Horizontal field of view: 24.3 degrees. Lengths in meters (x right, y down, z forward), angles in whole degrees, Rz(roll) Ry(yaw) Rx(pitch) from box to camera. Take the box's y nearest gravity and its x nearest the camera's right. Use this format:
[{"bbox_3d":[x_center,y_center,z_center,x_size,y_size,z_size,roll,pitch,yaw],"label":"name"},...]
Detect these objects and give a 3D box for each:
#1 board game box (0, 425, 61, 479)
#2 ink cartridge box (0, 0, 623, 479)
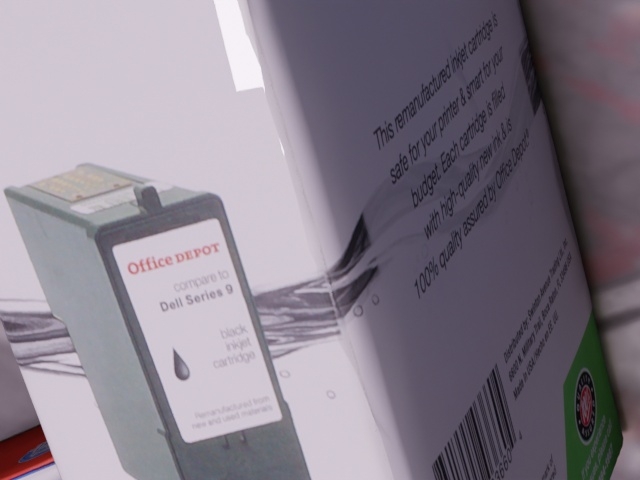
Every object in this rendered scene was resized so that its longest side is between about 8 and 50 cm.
[{"bbox_3d":[-0.159,0.234,0.768,0.316,0.064,0.242,-24,104,30],"label":"board game box"},{"bbox_3d":[0.000,0.000,0.505,0.121,0.211,0.289,-7,110,27],"label":"ink cartridge box"}]
